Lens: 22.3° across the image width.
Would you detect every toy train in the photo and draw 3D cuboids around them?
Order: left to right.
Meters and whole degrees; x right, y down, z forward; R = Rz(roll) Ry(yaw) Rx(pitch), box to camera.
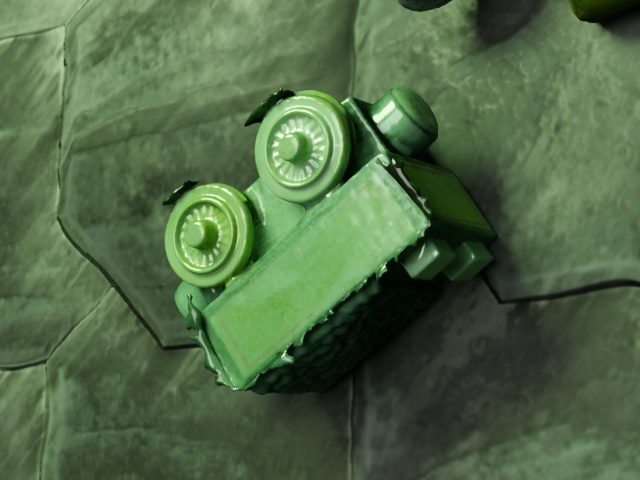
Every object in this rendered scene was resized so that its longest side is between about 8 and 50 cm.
[{"bbox_3d":[0.000,0.000,1.323,0.271,0.159,0.188,-42,67,20],"label":"toy train"}]

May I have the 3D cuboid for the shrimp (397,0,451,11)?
[{"bbox_3d":[0.144,-0.278,1.337,0.233,0.079,0.090,-45,57,-4],"label":"shrimp"}]

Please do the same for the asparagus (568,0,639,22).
[{"bbox_3d":[0.306,-0.236,1.214,0.277,0.060,0.067,-22,55,30],"label":"asparagus"}]
